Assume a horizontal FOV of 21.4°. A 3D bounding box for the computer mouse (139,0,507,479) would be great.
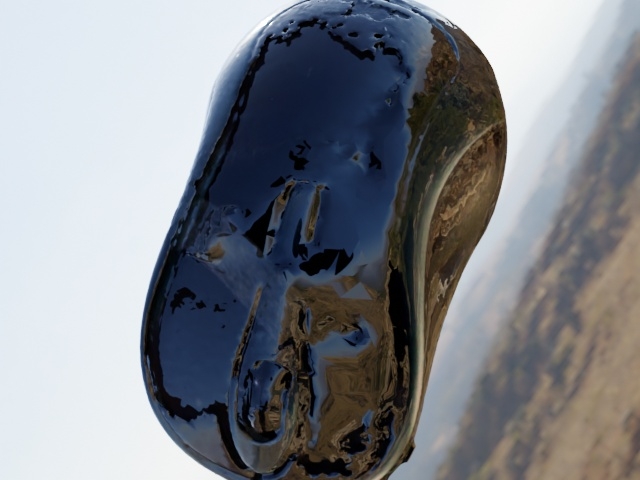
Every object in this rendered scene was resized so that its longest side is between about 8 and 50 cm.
[{"bbox_3d":[0.000,0.000,0.741,0.096,0.137,0.233,18,-97,-72],"label":"computer mouse"}]
